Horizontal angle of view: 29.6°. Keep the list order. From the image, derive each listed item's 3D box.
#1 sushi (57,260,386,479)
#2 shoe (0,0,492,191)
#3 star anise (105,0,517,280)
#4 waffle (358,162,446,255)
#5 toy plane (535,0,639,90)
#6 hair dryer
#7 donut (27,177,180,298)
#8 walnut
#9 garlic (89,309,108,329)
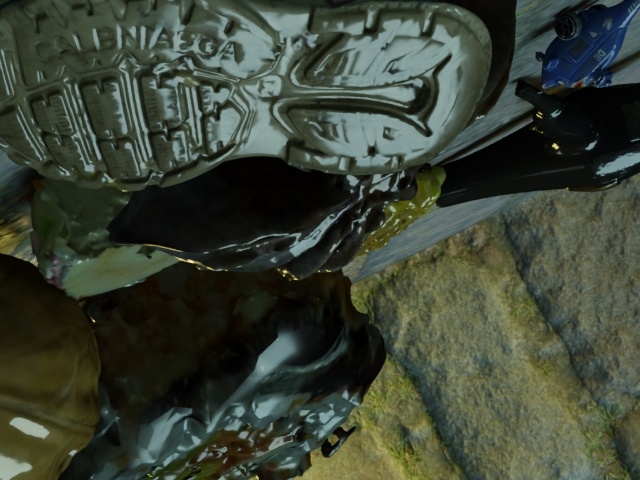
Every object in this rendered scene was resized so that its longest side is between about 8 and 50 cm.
[{"bbox_3d":[-0.133,0.153,1.162,0.417,0.176,0.417,-26,158,-11],"label":"sushi"},{"bbox_3d":[-0.034,-0.079,0.428,0.180,0.092,0.089,-2,137,-9],"label":"shoe"},{"bbox_3d":[-0.003,-0.052,0.599,0.229,0.093,0.236,-26,156,-22],"label":"star anise"},{"bbox_3d":[-0.010,0.004,1.340,0.329,0.062,0.329,-27,174,-3],"label":"waffle"},{"bbox_3d":[0.224,-0.163,0.920,0.054,0.062,0.167,-20,161,-43],"label":"toy plane"},{"bbox_3d":[0.222,-0.118,1.294,0.303,0.120,0.359,-13,168,21],"label":"hair dryer"},{"bbox_3d":[-0.103,-0.021,0.715,0.166,0.065,0.108,-25,171,-31],"label":"donut"},{"bbox_3d":[-0.209,0.087,0.724,0.165,0.165,0.197,-25,176,-16],"label":"walnut"},{"bbox_3d":[-0.227,0.106,1.252,0.084,0.066,0.152,-22,174,-26],"label":"garlic"}]
